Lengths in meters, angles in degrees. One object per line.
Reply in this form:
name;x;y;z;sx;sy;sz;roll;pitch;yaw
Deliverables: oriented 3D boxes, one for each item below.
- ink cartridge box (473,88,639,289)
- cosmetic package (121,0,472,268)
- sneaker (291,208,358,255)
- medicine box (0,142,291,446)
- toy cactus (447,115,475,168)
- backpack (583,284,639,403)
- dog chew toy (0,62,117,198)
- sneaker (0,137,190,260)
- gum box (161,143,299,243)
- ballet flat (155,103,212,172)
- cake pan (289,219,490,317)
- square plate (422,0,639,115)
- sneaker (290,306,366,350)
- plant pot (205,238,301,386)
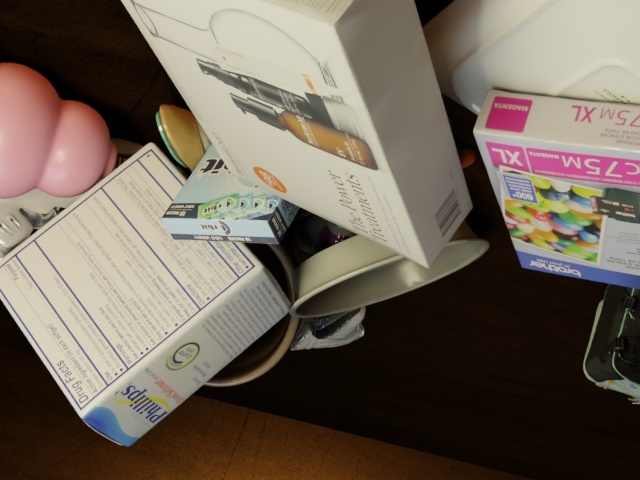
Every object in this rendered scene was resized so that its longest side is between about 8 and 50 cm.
ink cartridge box;0.282;-0.030;1.004;0.185;0.065;0.311;11;156;29
cosmetic package;-0.023;-0.148;0.937;0.284;0.097;0.377;28;162;31
sneaker;0.000;0.000;1.449;0.083;0.098;0.223;20;159;-12
medicine box;-0.237;0.068;1.279;0.263;0.289;0.149;47;173;29
toy cactus;0.091;-0.109;1.142;0.180;0.112;0.219;28;167;20
backpack;0.487;0.159;1.417;0.188;0.166;0.144;22;161;-6
dog chew toy;-0.427;-0.147;1.256;0.331;0.207;0.206;15;161;-24
sneaker;-0.372;-0.052;1.418;0.365;0.210;0.137;19;159;-10
gum box;-0.085;-0.076;1.193;0.157;0.184;0.041;3;137;31
ballet flat;-0.153;-0.123;1.311;0.073;0.080;0.232;-16;157;4
cake pan;0.089;0.034;1.358;0.293;0.054;0.293;-17;167;-4
square plate;0.283;-0.139;0.900;0.347;0.049;0.344;30;156;-14
sneaker;0.032;0.142;1.826;0.129;0.111;0.297;5;167;-17
plant pot;-0.142;0.070;1.535;0.263;0.263;0.229;14;-169;5
